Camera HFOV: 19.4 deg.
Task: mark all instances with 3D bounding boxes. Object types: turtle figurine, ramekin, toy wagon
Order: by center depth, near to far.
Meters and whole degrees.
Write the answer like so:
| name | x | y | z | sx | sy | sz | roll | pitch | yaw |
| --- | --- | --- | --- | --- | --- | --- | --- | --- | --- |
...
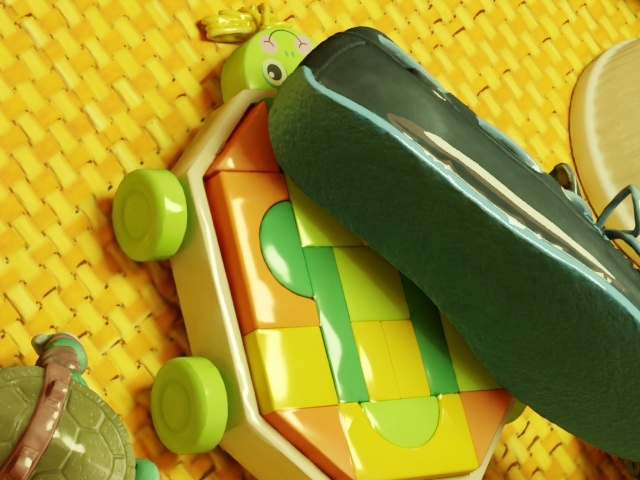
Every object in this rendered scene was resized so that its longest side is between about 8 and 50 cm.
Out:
| name | x | y | z | sx | sy | sz | roll | pitch | yaw |
| --- | --- | --- | --- | --- | --- | --- | --- | --- | --- |
| turtle figurine | -0.160 | 0.104 | 0.965 | 0.234 | 0.118 | 0.175 | 34 | 52 | -16 |
| toy wagon | 0.000 | 0.000 | 1.171 | 0.267 | 0.068 | 0.344 | -1 | 70 | -40 |
| ramekin | 0.300 | -0.075 | 1.427 | 0.207 | 0.109 | 0.207 | 17 | 60 | -32 |

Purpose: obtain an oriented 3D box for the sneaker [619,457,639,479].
| name | x | y | z | sx | sy | sz | roll | pitch | yaw |
| --- | --- | --- | --- | --- | --- | --- | --- | --- | --- |
| sneaker | 0.249 | 0.184 | 1.257 | 0.124 | 0.178 | 0.295 | 12 | 102 | -18 |

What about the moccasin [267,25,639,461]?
| name | x | y | z | sx | sy | sz | roll | pitch | yaw |
| --- | --- | --- | --- | --- | --- | --- | --- | --- | --- |
| moccasin | 0.127 | -0.008 | 1.142 | 0.342 | 0.138 | 0.117 | 45 | 43 | -14 |
